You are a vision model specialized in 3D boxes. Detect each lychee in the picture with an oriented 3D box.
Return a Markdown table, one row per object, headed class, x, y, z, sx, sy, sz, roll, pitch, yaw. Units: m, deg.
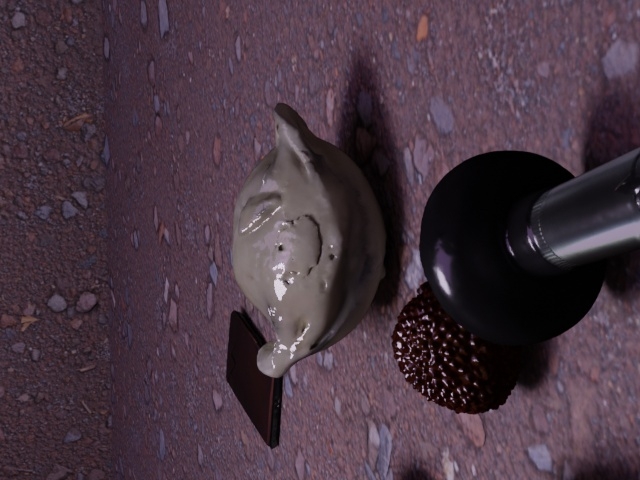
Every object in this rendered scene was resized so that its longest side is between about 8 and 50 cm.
| class | x | y | z | sx | sy | sz | roll | pitch | yaw |
| --- | --- | --- | --- | --- | --- | --- | --- | --- | --- |
| lychee | 0.129 | 0.096 | 0.976 | 0.129 | 0.123 | 0.123 | 45 | 154 | -1 |

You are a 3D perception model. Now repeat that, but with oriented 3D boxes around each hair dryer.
| class | x | y | z | sx | sy | sz | roll | pitch | yaw |
| --- | --- | --- | --- | --- | --- | --- | --- | --- | --- |
| hair dryer | 0.183 | 0.060 | 0.693 | 0.320 | 0.155 | 0.284 | 172 | 113 | -70 |

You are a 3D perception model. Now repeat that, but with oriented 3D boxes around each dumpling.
| class | x | y | z | sx | sy | sz | roll | pitch | yaw |
| --- | --- | --- | --- | --- | --- | --- | --- | --- | --- |
| dumpling | 0.000 | 0.000 | 1.277 | 0.243 | 0.187 | 0.318 | -13 | -72 | -72 |

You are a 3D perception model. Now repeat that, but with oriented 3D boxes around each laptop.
| class | x | y | z | sx | sy | sz | roll | pitch | yaw |
| --- | --- | --- | --- | --- | --- | --- | --- | --- | --- |
| laptop | -0.108 | 0.223 | 1.742 | 0.207 | 0.026 | 0.154 | -134 | 45 | -56 |
